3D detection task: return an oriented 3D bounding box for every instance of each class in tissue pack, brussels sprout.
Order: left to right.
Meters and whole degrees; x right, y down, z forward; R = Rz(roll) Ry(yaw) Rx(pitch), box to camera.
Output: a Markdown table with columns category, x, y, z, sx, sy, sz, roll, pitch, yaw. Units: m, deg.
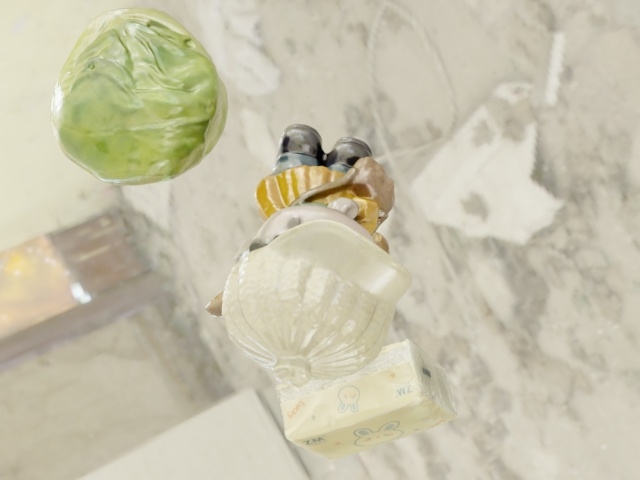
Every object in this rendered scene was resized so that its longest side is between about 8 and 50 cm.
| category | x | y | z | sx | sy | sz | roll | pitch | yaw |
| --- | --- | --- | --- | --- | --- | --- | --- | --- | --- |
| brussels sprout | -0.208 | -0.156 | 1.470 | 0.223 | 0.223 | 0.161 | 42 | 159 | 39 |
| tissue pack | 0.061 | 0.214 | 1.700 | 0.148 | 0.196 | 0.092 | 39 | -145 | -56 |

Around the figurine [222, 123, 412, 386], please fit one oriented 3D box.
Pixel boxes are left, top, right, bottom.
| category | x | y | z | sx | sy | sz | roll | pitch | yaw |
| --- | --- | --- | --- | --- | --- | --- | --- | --- | --- |
| figurine | -0.007 | 0.020 | 1.427 | 0.332 | 0.185 | 0.204 | -91 | 14 | -66 |

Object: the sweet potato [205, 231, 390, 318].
| category | x | y | z | sx | sy | sz | roll | pitch | yaw |
| --- | --- | --- | --- | --- | --- | --- | --- | --- | --- |
| sweet potato | -0.023 | 0.054 | 1.996 | 0.341 | 0.114 | 0.092 | -21 | 82 | 31 |
